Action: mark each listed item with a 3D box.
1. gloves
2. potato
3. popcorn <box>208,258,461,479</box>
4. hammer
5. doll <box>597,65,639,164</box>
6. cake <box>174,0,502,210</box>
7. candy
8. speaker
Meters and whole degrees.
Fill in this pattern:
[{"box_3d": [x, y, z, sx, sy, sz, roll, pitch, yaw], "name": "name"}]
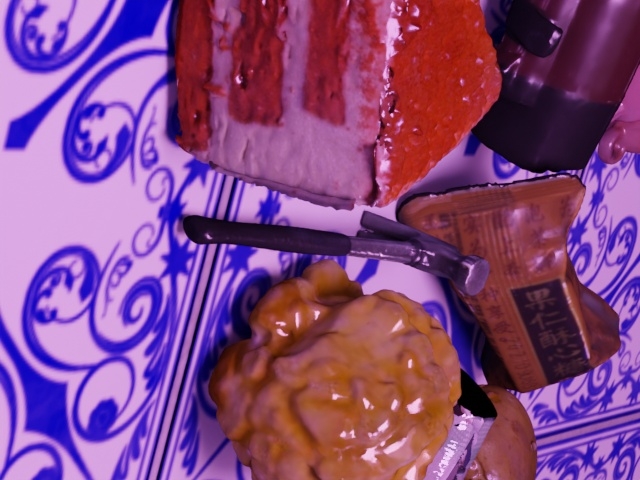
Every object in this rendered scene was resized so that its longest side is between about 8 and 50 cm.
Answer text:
[{"box_3d": [0.040, 0.190, 1.314, 0.212, 0.127, 0.111, -53, 163, 17], "name": "gloves"}, {"box_3d": [0.118, 0.193, 1.428, 0.176, 0.137, 0.137, -40, 139, -39], "name": "potato"}, {"box_3d": [0.013, 0.105, 1.195, 0.180, 0.170, 0.180, -10, 110, -28], "name": "popcorn"}, {"box_3d": [0.000, 0.000, 1.191, 0.246, 0.103, 0.029, 7, 104, -43], "name": "hammer"}, {"box_3d": [0.311, -0.177, 1.503, 0.211, 0.093, 0.262, 33, 83, -54], "name": "doll"}, {"box_3d": [0.024, -0.169, 1.035, 0.159, 0.158, 0.262, -25, 128, -52], "name": "cake"}, {"box_3d": [0.164, 0.027, 1.395, 0.271, 0.143, 0.101, 58, 19, -50], "name": "candy"}, {"box_3d": [0.240, -0.226, 1.332, 0.259, 0.198, 0.329, -31, 145, -56], "name": "speaker"}]
